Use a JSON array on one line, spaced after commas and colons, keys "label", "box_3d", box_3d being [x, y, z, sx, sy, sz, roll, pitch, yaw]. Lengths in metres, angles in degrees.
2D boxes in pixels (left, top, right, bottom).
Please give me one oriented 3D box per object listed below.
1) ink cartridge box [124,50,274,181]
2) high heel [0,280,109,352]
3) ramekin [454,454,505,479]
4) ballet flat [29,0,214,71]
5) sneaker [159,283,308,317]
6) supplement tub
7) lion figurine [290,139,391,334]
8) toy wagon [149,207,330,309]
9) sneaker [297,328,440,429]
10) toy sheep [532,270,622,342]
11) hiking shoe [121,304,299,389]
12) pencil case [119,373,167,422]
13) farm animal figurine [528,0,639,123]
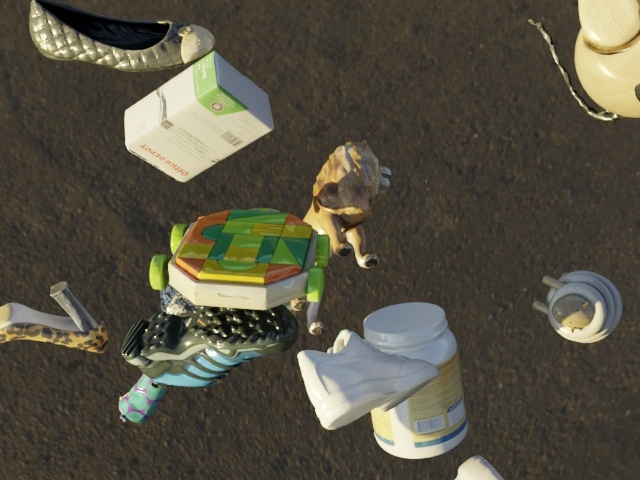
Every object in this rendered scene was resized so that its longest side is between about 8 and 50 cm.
[{"label": "ink cartridge box", "box_3d": [-0.221, -0.217, 1.467, 0.220, 0.160, 0.092, -26, 54, 24]}, {"label": "high heel", "box_3d": [-0.577, 0.206, 1.673, 0.261, 0.186, 0.093, -24, 32, 8]}, {"label": "ramekin", "box_3d": [0.166, 0.324, 0.669, 0.127, 0.273, 0.273, -35, 62, -3]}, {"label": "ballet flat", "box_3d": [-0.180, -0.184, 0.726, 0.173, 0.049, 0.057, 6, 44, 8]}, {"label": "sneaker", "box_3d": [-0.185, 0.106, 1.810, 0.411, 0.158, 0.181, -11, 87, -40]}, {"label": "supplement tub", "box_3d": [0.140, 0.207, 1.224, 0.145, 0.199, 0.144, -9, 15, 3]}, {"label": "lion figurine", "box_3d": [0.000, 0.000, 1.599, 0.142, 0.392, 0.240, 17, 39, -36]}, {"label": "toy wagon", "box_3d": [-0.120, 0.011, 1.355, 0.268, 0.068, 0.344, 4, 26, 4]}, {"label": "sneaker", "box_3d": [0.055, 0.138, 0.890, 0.080, 0.212, 0.094, -44, 66, 24]}, {"label": "toy sheep", "box_3d": [0.300, 0.074, 0.928, 0.091, 0.091, 0.132, 44, 30, 25]}, {"label": "hiking shoe", "box_3d": [-0.165, 0.170, 1.321, 0.304, 0.132, 0.113, -9, 44, 21]}, {"label": "pencil case", "box_3d": [-0.328, 0.278, 1.561, 0.070, 0.064, 0.151, 34, 102, -3]}, {"label": "farm animal figurine", "box_3d": [0.295, -0.173, 0.525, 0.330, 0.327, 0.172, -13, 80, -41]}]
